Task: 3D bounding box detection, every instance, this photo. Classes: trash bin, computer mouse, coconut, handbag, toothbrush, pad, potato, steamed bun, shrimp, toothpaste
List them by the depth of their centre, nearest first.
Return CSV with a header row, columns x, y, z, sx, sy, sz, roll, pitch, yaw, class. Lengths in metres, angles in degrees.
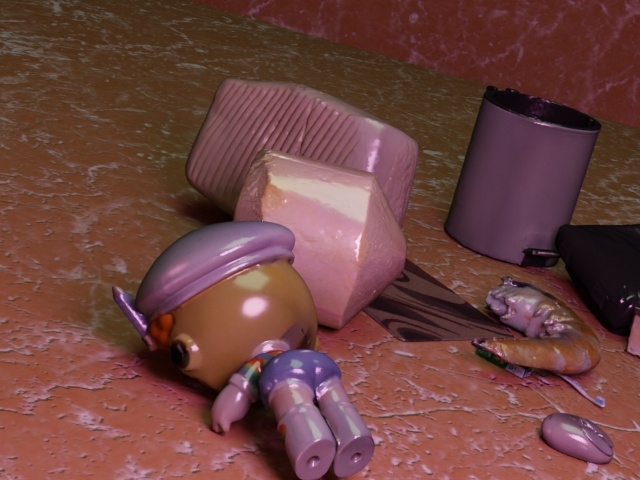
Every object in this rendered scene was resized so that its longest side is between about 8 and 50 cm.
x,y,z,sx,sy,sz,roll,pitch,yaw,class
0.324,0.244,1.653,0.096,0.039,0.066,19,19,12,computer mouse
0.000,0.000,1.830,0.244,0.239,0.239,16,19,2,coconut
0.352,0.200,1.843,0.011,0.013,0.131,7,17,-36,toothbrush
0.258,0.168,1.857,0.083,0.017,0.020,28,20,35,toothpaste
0.317,0.142,1.909,0.185,0.068,0.287,19,22,8,shrimp
0.534,0.153,2.003,0.122,0.086,0.061,20,21,35,potato
0.120,0.078,2.032,0.220,0.004,0.330,1,23,-35,pad
-0.011,-0.108,2.121,0.383,0.247,0.236,18,-3,34,steamed bun
0.538,0.060,2.187,0.244,0.088,0.275,-3,28,-13,handbag
0.361,-0.113,2.360,0.217,0.263,0.277,4,22,-28,trash bin

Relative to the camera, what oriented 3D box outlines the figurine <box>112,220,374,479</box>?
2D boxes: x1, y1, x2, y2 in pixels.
x,y,z,sx,sy,sz,roll,pitch,yaw,class
-0.049,0.113,1.523,0.224,0.205,0.382,-13,40,-42,figurine
